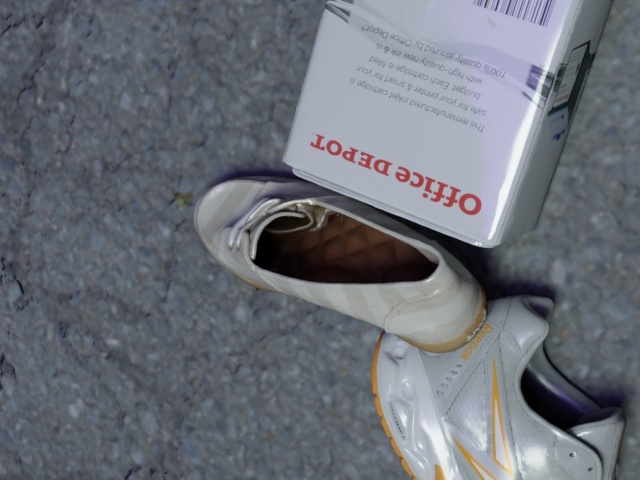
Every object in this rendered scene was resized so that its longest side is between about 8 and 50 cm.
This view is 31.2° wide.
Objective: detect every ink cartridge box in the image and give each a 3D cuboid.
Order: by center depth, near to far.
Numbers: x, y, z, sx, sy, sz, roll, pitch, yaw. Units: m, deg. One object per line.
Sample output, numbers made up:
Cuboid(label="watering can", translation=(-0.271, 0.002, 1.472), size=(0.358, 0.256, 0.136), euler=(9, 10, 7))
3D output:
Cuboid(label="ink cartridge box", translation=(0.076, -0.111, 0.637), size=(0.139, 0.082, 0.190), euler=(23, 109, 22))

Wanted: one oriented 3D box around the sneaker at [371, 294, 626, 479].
Cuboid(label="sneaker", translation=(0.130, 0.154, 0.648), size=(0.121, 0.099, 0.262), euler=(-26, 87, 23))

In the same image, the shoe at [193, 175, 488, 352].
Cuboid(label="shoe", translation=(0.000, 0.000, 0.678), size=(0.219, 0.058, 0.076), euler=(21, 76, 37))
